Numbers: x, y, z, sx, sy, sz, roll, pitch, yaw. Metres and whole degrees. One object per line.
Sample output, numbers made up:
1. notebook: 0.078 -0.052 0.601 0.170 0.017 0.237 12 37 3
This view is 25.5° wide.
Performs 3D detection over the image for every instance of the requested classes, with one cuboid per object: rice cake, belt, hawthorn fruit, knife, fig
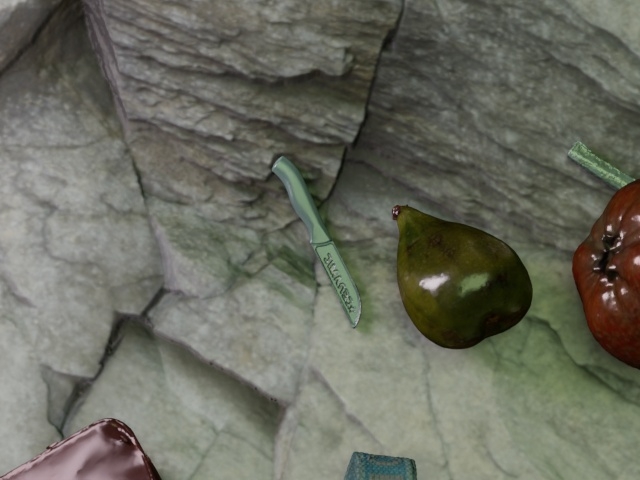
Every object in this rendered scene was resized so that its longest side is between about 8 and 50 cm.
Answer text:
1. rice cake: 0.332 -0.071 1.594 0.121 0.021 0.022 35 87 5
2. belt: 0.059 0.299 1.426 0.082 0.147 0.163 9 104 -3
3. hawthorn fruit: 0.404 0.048 1.488 0.262 0.210 0.210 22 74 -20
4. knife: 0.000 0.000 1.564 0.028 0.015 0.210 -24 79 -15
5. fig: 0.147 0.035 1.526 0.133 0.185 0.126 -44 121 13

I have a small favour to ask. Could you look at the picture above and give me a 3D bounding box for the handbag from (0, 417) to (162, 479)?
1. handbag: -0.262 0.331 1.372 0.276 0.084 0.260 -26 45 -5
